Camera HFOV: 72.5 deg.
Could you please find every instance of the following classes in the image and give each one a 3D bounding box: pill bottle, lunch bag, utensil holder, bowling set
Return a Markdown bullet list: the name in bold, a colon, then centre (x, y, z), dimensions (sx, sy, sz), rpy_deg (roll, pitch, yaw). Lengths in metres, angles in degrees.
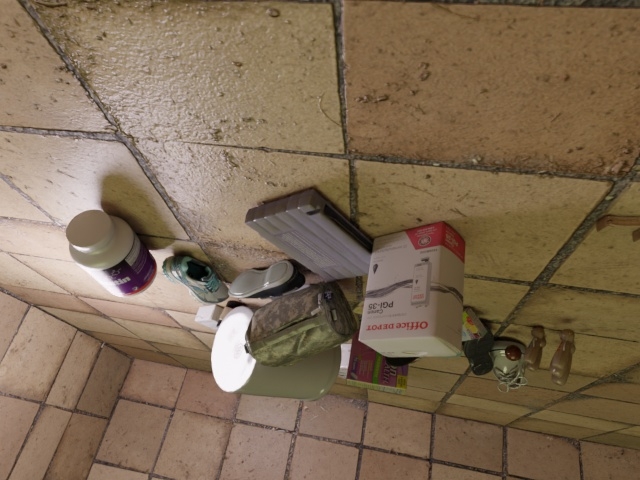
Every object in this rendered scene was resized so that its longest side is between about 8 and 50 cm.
- **pill bottle**: centre (-0.643, 0.042, 1.350), dimensions (0.182, 0.181, 0.322), rpy_deg (9, 152, 6)
- **lunch bag**: centre (-0.057, 0.262, 1.344), dimensions (0.306, 0.212, 0.256), rpy_deg (-25, 174, 15)
- **utensil holder**: centre (-0.166, 0.433, 1.658), dimensions (0.386, 0.327, 0.328), rpy_deg (21, 153, -41)
- **bowling set**: centre (0.733, 0.351, 1.451), dimensions (0.200, 0.154, 0.287), rpy_deg (18, 160, 32)

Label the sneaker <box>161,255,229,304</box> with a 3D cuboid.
- **sneaker**: centre (-0.411, 0.144, 1.529), dimensions (0.122, 0.109, 0.283), rpy_deg (-13, 144, 33)

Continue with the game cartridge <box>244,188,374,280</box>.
- **game cartridge**: centre (0.000, 0.000, 1.147), dimensions (0.230, 0.068, 0.355), rpy_deg (-8, 147, 40)

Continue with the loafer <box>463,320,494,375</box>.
- **loafer**: centre (0.560, 0.376, 1.579), dimensions (0.109, 0.095, 0.302), rpy_deg (-18, 130, 5)

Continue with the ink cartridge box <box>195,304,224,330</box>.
- **ink cartridge box**: centre (-0.457, 0.359, 1.982), dimensions (0.128, 0.072, 0.175), rpy_deg (-13, 143, 39)

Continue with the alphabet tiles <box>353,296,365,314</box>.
- **alphabet tiles**: centre (0.267, 0.265, 1.570), dimensions (0.285, 0.021, 0.278), rpy_deg (15, 152, -7)

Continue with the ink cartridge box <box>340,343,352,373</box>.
- **ink cartridge box**: centre (0.163, 0.606, 2.142), dimensions (0.202, 0.116, 0.278), rpy_deg (-8, 145, 34)

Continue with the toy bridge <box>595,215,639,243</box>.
- **toy bridge**: centre (0.661, -0.016, 0.879), dimensions (0.189, 0.026, 0.063), rpy_deg (15, 151, -6)

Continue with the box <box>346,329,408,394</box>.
- **box**: centre (0.242, 0.504, 1.817), dimensions (0.243, 0.213, 0.117), rpy_deg (8, 152, 9)

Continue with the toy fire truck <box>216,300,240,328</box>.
- **toy fire truck**: centre (-0.274, 0.351, 1.845), dimensions (0.247, 0.158, 0.217), rpy_deg (12, 154, 23)

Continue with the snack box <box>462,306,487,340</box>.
- **snack box**: centre (0.466, 0.283, 1.451), dimensions (0.100, 0.037, 0.141), rpy_deg (57, 145, 1)

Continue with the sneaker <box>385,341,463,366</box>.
- **sneaker**: centre (0.392, 0.405, 1.678), dimensions (0.296, 0.123, 0.178), rpy_deg (-16, 172, 6)

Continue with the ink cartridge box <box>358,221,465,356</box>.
- **ink cartridge box**: centre (0.222, 0.120, 1.036), dimensions (0.207, 0.282, 0.117), rpy_deg (-14, 142, 40)

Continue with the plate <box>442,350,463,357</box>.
- **plate**: centre (0.496, 0.451, 1.820), dimensions (0.189, 0.024, 0.188), rpy_deg (9, 152, 5)

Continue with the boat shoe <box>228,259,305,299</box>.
- **boat shoe**: centre (-0.182, 0.149, 1.435), dimensions (0.303, 0.114, 0.091), rpy_deg (-14, 138, 40)

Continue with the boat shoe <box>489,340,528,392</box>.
- **boat shoe**: centre (0.725, 0.505, 1.685), dimensions (0.136, 0.156, 0.367), rpy_deg (-2, 149, 25)

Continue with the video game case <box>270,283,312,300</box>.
- **video game case**: centre (-0.070, 0.221, 1.620), dimensions (0.227, 0.026, 0.206), rpy_deg (-10, 145, 35)
